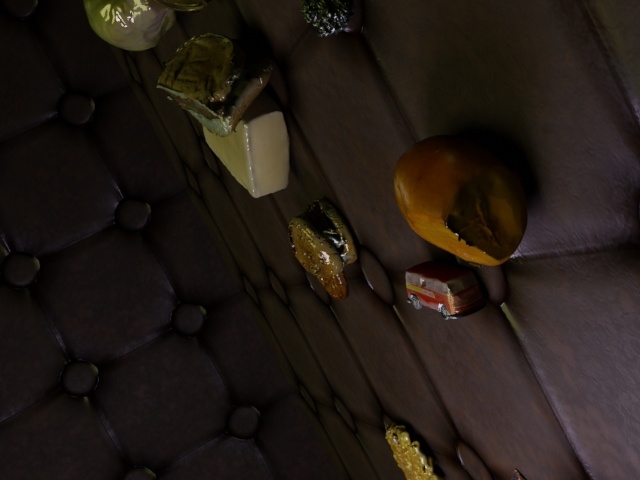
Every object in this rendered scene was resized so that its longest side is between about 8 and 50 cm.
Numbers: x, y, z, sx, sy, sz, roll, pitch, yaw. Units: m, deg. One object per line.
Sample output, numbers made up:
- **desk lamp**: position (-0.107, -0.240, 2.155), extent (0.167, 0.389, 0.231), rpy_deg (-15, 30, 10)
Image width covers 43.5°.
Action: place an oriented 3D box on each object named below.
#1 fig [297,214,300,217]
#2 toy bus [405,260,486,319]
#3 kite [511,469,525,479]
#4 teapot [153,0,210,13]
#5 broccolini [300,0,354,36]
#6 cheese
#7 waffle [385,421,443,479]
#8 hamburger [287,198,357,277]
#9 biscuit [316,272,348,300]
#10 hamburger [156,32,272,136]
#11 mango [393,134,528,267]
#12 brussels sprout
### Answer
- **fig**: position (-0.040, -0.028, 1.999), extent (0.074, 0.074, 0.088), rpy_deg (61, -178, 3)
- **toy bus**: position (0.215, 0.083, 1.397), extent (0.174, 0.079, 0.077), rpy_deg (15, 122, 68)
- **kite**: position (0.422, 0.528, 1.609), extent (0.160, 0.010, 0.183), rpy_deg (63, 164, -6)
- **teapot**: position (-0.290, -0.592, 1.714), extent (0.269, 0.173, 0.182), rpy_deg (32, -119, -81)
- **broccolini**: position (-0.056, -0.502, 1.313), extent (0.074, 0.079, 0.392), rpy_deg (83, 163, -76)
- **cheese**: position (-0.188, -0.272, 1.931), extent (0.265, 0.124, 0.242), rpy_deg (49, 150, 37)
- **waffle**: position (0.259, 0.607, 2.162), extent (0.262, 0.060, 0.280), rpy_deg (60, 165, -5)
- **hamburger**: position (0.000, 0.000, 1.842), extent (0.177, 0.113, 0.185), rpy_deg (63, 165, -1)
- **biscuit**: position (0.012, 0.074, 2.081), extent (0.187, 0.027, 0.187), rpy_deg (54, 162, 26)
- **hamburger**: position (-0.219, -0.356, 1.738), extent (0.309, 0.211, 0.132), rpy_deg (31, 168, 49)
- **mango**: position (0.181, -0.067, 1.147), extent (0.187, 0.138, 0.257), rpy_deg (49, 175, -28)
- **brussels sprout**: position (-0.497, -0.641, 2.113), extent (0.316, 0.243, 0.273), rpy_deg (45, 133, 33)
